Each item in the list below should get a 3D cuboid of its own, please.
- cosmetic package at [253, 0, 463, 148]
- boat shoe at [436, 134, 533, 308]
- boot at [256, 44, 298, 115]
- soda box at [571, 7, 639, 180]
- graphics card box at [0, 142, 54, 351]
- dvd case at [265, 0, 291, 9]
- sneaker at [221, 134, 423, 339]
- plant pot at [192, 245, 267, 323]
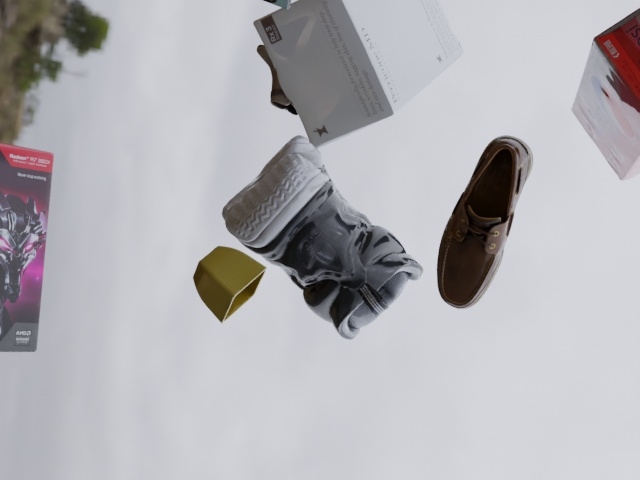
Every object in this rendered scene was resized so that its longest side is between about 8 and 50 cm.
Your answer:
[{"bbox_3d":[0.071,-0.314,1.857,0.156,0.217,0.385,-20,-165,28],"label":"cosmetic package"},{"bbox_3d":[0.153,-0.017,1.148,0.060,0.064,0.178,-15,125,-75],"label":"boat shoe"},{"bbox_3d":[-0.067,-0.269,2.008,0.042,0.118,0.087,-30,-142,62],"label":"boot"},{"bbox_3d":[0.278,-0.125,1.006,0.092,0.083,0.263,57,3,10],"label":"soda box"},{"bbox_3d":[-0.597,0.009,2.073,0.094,0.233,0.370,3,-94,40],"label":"graphics card box"},{"bbox_3d":[-0.070,-0.366,1.533,0.013,0.087,0.119,-56,165,-49],"label":"dvd case"},{"bbox_3d":[0.000,0.000,1.002,0.101,0.153,0.268,-44,-173,5],"label":"sneaker"},{"bbox_3d":[-0.145,0.057,1.793,0.081,0.083,0.081,-42,168,-37],"label":"plant pot"}]
